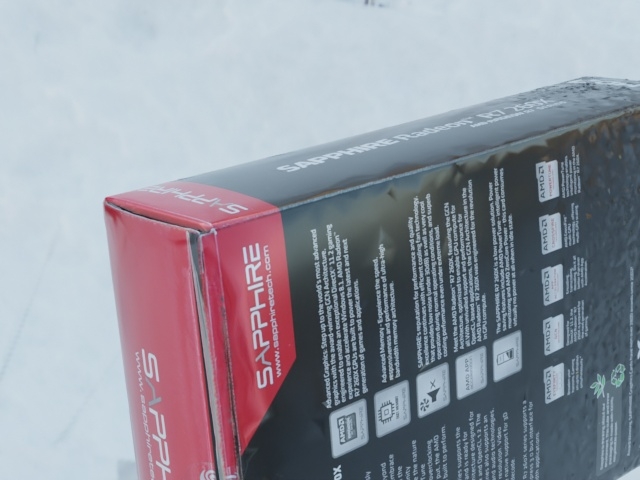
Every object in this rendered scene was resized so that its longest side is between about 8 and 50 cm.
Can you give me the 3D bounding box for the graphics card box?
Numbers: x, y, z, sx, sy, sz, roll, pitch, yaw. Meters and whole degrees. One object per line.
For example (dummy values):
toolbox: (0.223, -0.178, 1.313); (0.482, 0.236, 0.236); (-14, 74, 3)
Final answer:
graphics card box: (0.069, 0.052, 0.644); (0.371, 0.094, 0.232); (-18, 111, -38)
